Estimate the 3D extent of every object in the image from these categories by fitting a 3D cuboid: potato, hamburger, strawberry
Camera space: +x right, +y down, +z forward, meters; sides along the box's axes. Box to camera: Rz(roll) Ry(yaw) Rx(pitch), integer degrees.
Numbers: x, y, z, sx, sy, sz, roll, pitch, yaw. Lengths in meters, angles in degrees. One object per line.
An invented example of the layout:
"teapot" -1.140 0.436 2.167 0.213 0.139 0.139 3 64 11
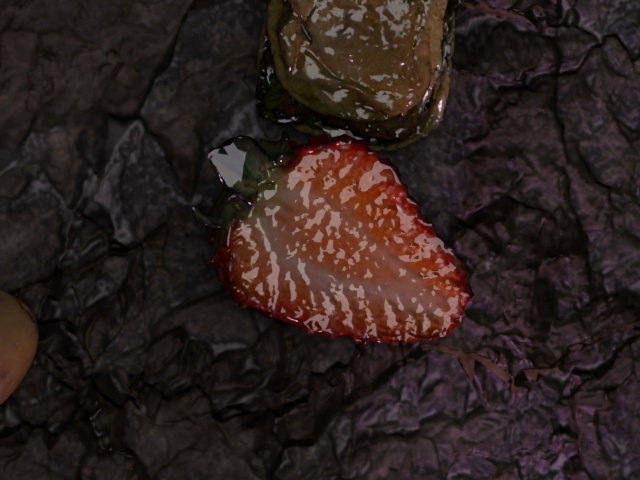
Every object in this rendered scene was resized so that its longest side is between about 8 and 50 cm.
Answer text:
"potato" -0.325 0.108 1.728 0.178 0.118 0.109 -45 127 -26
"hamburger" 0.036 -0.192 1.841 0.183 0.130 0.206 10 99 -7
"strawberry" 0.000 0.000 1.809 0.286 0.106 0.188 33 82 -17
